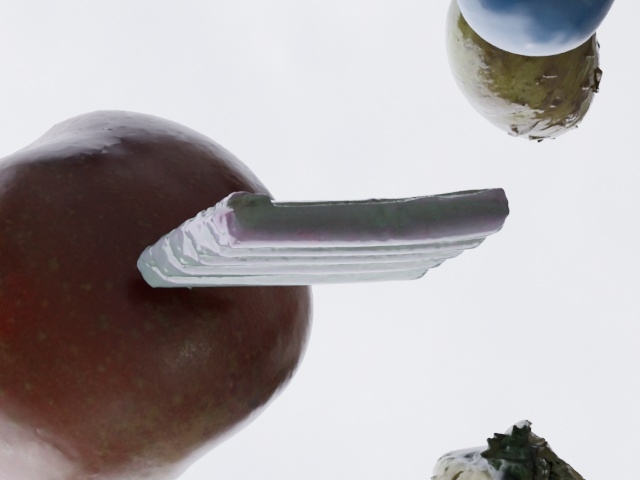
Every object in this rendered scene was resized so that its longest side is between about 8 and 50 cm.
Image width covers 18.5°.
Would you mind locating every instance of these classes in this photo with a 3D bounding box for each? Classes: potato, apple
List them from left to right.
[{"bbox_3d":[-0.182,0.054,1.534,0.277,0.348,0.348,55,-137,-5],"label":"apple"},{"bbox_3d":[0.238,-0.216,2.265,0.176,0.141,0.298,-63,-29,-6],"label":"potato"}]

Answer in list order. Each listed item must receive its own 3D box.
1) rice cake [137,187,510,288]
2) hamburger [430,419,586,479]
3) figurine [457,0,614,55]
[{"bbox_3d":[0.000,0.000,1.294,0.198,0.189,0.037,0,-102,-23],"label":"rice cake"},{"bbox_3d":[0.203,0.281,1.828,0.132,0.211,0.309,-41,-58,-4],"label":"hamburger"},{"bbox_3d":[0.229,-0.341,1.767,0.416,0.298,0.243,-51,-31,-51],"label":"figurine"}]
